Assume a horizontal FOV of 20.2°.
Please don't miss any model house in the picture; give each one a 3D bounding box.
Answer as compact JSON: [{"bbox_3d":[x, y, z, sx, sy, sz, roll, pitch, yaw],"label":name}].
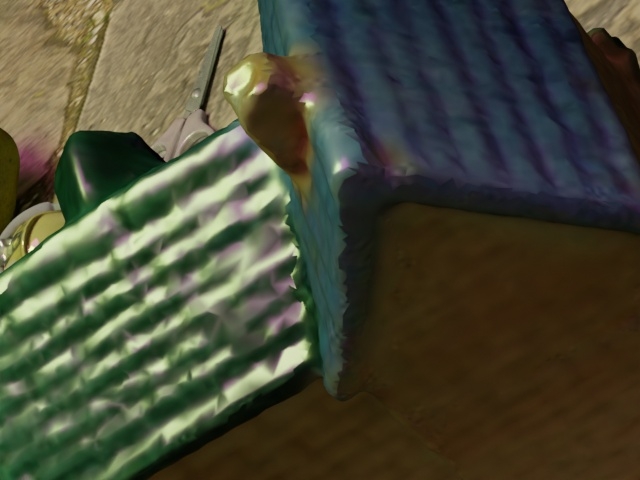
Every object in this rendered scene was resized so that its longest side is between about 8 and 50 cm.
[{"bbox_3d":[0.000,0.000,1.027,0.382,0.342,0.334,-36,38,18],"label":"model house"}]

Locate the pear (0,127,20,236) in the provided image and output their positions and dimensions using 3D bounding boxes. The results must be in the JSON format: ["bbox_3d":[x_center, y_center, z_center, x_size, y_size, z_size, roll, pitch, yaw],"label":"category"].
[{"bbox_3d":[-0.367,-0.044,1.599,0.198,0.198,0.198,-28,39,26],"label":"pear"}]

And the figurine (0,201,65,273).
[{"bbox_3d":[-0.144,0.046,1.294,0.208,0.184,0.128,105,180,-55],"label":"figurine"}]

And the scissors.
[{"bbox_3d":[-0.109,-0.113,1.539,0.100,0.015,0.189,-15,44,36],"label":"scissors"}]
